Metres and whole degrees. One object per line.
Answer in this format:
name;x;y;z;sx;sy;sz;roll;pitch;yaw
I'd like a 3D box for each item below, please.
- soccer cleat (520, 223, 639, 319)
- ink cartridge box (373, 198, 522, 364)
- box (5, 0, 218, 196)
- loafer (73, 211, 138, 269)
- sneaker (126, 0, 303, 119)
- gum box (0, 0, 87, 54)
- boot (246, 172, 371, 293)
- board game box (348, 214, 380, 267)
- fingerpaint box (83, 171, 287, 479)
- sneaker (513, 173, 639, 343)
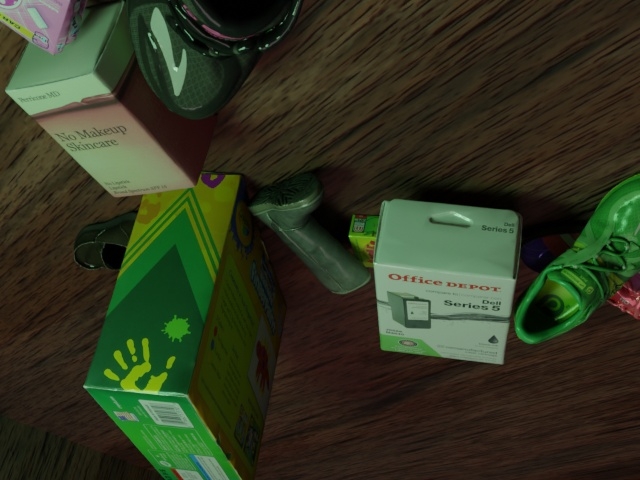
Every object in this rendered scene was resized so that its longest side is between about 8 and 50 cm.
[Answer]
soccer cleat;0.447;0.058;1.313;0.318;0.116;0.108;11;149;3
ink cartridge box;0.186;0.068;1.338;0.198;0.114;0.273;6;148;11
box;-0.264;-0.176;1.178;0.149;0.127;0.232;-5;145;28
loafer;-0.372;0.014;1.576;0.080;0.078;0.220;32;144;-30
sneaker;-0.107;-0.265;0.901;0.185;0.202;0.483;19;148;-10
gum box;-0.351;-0.305;1.024;0.188;0.062;0.107;33;145;-9
boot;0.002;-0.002;1.366;0.208;0.076;0.190;51;157;-19
board game box;0.142;0.006;1.411;0.181;0.043;0.092;3;148;15
fingerpaint box;-0.195;0.163;1.472;0.163;0.371;0.445;4;149;11
sneaker;0.373;0.040;1.223;0.109;0.123;0.295;39;115;7
